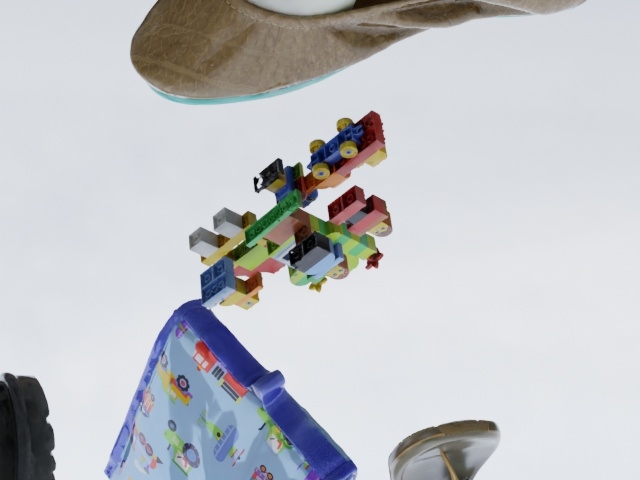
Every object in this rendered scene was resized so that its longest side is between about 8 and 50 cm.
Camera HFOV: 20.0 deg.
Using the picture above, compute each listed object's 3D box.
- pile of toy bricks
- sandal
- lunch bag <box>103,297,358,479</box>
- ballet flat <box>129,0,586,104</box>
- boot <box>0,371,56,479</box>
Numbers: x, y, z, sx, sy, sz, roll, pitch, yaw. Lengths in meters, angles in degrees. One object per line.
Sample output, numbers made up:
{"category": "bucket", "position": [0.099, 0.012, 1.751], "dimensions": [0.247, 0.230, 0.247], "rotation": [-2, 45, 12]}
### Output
{"category": "pile of toy bricks", "position": [0.000, 0.000, 1.441], "dimensions": [0.105, 0.212, 0.118], "rotation": [26, -138, -35]}
{"category": "sandal", "position": [0.072, 0.168, 1.158], "dimensions": [0.072, 0.180, 0.049], "rotation": [-8, -124, -25]}
{"category": "lunch bag", "position": [-0.077, 0.200, 1.683], "dimensions": [0.138, 0.293, 0.221], "rotation": [-31, -113, -28]}
{"category": "ballet flat", "position": [0.044, -0.180, 1.145], "dimensions": [0.342, 0.124, 0.116], "rotation": [-13, -122, -18]}
{"category": "boot", "position": [-0.423, 0.257, 1.268], "dimensions": [0.445, 0.367, 0.146], "rotation": [7, 169, -19]}
